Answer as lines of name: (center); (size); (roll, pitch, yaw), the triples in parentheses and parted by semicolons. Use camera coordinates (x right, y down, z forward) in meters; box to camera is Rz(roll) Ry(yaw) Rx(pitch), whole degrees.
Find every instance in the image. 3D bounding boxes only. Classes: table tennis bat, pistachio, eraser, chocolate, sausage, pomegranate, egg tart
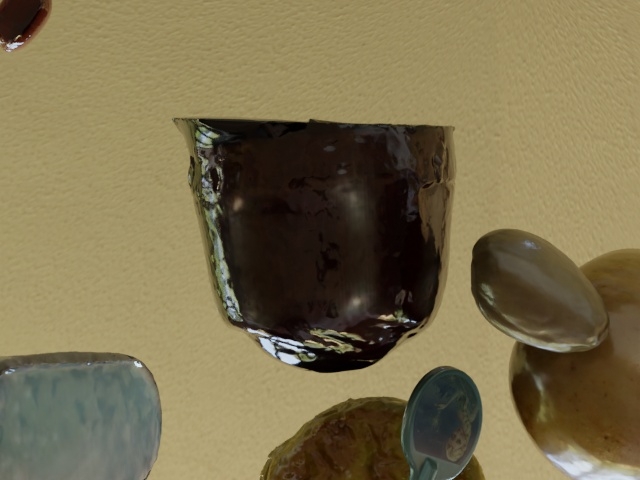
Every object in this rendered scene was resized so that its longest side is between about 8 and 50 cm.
table tennis bat: (0.146, 0.281, 1.354); (0.038, 0.237, 0.149); (5, -28, 48)
pistachio: (0.252, 0.064, 1.204); (0.185, 0.108, 0.126); (42, -108, 14)
eraser: (-0.219, 0.098, 0.519); (0.227, 0.174, 0.081); (-4, -94, 17)
chocolate: (0.000, 0.000, 1.364); (0.383, 0.383, 0.331); (3, -81, 10)
sausage: (-0.373, -0.279, 1.279); (0.059, 0.054, 0.094); (36, -93, -6)
pomegranate: (0.421, 0.179, 1.345); (0.338, 0.338, 0.338); (3, -74, 10)
egg tart: (0.073, 0.388, 1.485); (0.341, 0.132, 0.341); (-4, -120, 8)
